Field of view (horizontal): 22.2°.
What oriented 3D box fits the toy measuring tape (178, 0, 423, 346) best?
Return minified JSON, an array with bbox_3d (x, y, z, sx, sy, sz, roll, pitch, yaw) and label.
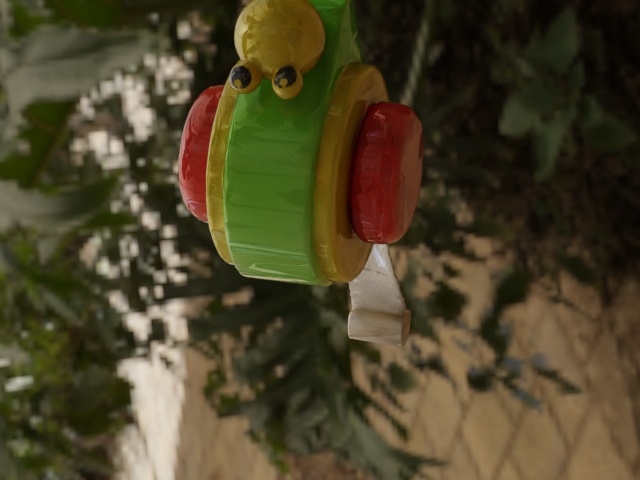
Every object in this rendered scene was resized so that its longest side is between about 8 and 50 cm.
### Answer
[{"bbox_3d":[0.000,0.000,0.845,0.330,0.121,0.121,75,177,-55],"label":"toy measuring tape"}]
